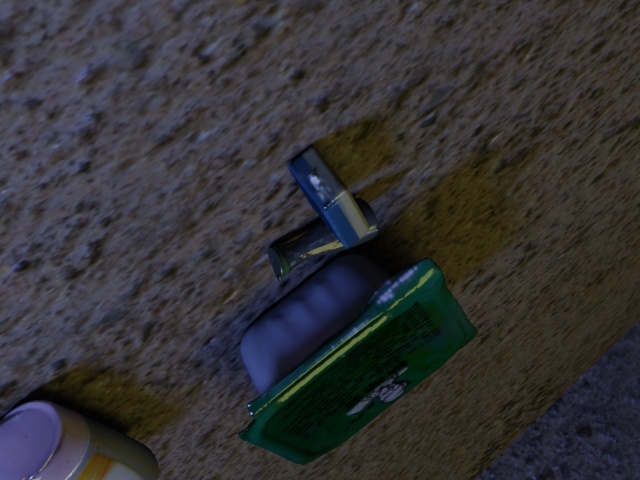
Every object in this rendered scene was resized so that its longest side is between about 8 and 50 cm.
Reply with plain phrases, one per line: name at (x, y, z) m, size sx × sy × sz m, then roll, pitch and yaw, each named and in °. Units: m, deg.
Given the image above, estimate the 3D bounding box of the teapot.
teapot at (0.000, 0.000, 1.338) m, size 0.110 × 0.043 × 0.043 m, roll -27°, pitch 158°, yaw -21°

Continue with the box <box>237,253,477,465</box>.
box at (0.024, 0.116, 1.538) m, size 0.264 × 0.106 × 0.337 m, roll -38°, pitch 161°, yaw 1°

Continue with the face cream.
face cream at (-0.241, 0.217, 1.358) m, size 0.107 × 0.073 × 0.269 m, roll -46°, pitch 159°, yaw -2°

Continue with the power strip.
power strip at (0.009, -0.038, 1.243) m, size 0.032 × 0.056 × 0.123 m, roll -39°, pitch 160°, yaw -2°
